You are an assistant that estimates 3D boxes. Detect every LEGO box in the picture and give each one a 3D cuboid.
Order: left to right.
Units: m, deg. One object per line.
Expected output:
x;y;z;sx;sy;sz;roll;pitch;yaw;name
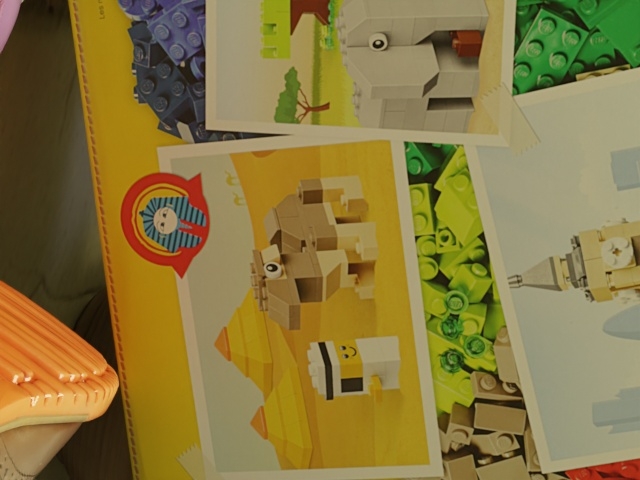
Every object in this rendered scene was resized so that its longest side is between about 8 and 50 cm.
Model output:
0.091;-0.059;0.779;0.193;0.372;0.500;-41;126;-71;LEGO box

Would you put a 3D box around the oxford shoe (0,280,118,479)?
-0.181;0.080;0.633;0.133;0.130;0.363;-57;174;7;oxford shoe

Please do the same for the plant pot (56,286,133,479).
-0.101;0.098;1.037;0.237;0.109;0.237;14;90;-80;plant pot

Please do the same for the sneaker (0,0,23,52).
-0.166;-0.075;0.509;0.282;0.102;0.161;62;46;-75;sneaker
